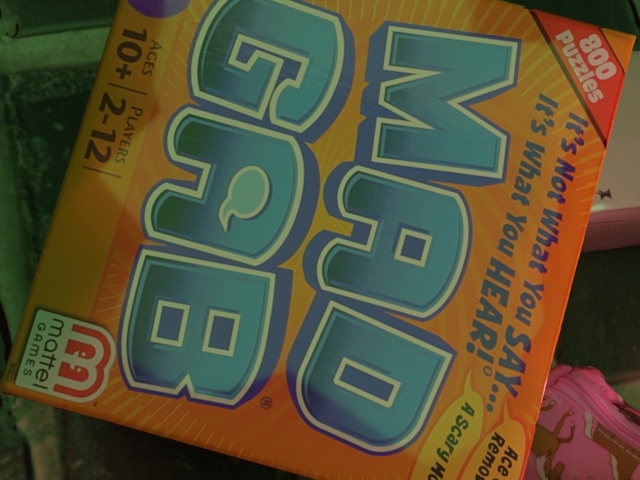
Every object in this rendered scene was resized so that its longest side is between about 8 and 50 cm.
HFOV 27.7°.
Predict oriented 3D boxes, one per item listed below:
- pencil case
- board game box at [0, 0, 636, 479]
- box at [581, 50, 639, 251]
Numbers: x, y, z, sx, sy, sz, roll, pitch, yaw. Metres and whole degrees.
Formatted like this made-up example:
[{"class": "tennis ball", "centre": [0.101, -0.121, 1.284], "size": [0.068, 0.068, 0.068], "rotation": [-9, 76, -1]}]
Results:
[{"class": "pencil case", "centre": [0.320, 0.256, 1.108], "size": [0.386, 0.160, 0.167], "rotation": [33, 97, 43]}, {"class": "board game box", "centre": [0.000, 0.000, 1.047], "size": [0.356, 0.356, 0.356], "rotation": [15, 83, 2]}, {"class": "box", "centre": [0.328, -0.095, 1.372], "size": [0.182, 0.119, 0.181], "rotation": [-6, 69, -8]}]
